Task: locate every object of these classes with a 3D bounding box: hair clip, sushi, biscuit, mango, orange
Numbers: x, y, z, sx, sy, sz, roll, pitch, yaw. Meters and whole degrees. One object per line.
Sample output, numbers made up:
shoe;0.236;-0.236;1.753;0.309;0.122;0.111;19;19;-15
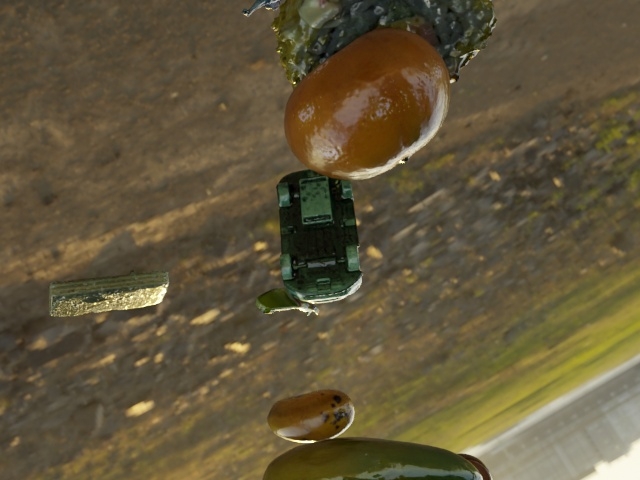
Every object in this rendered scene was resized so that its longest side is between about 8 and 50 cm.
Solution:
hair clip;-0.057;0.103;1.598;0.033;0.060;0.188;-54;159;12
sushi;0.102;-0.420;1.772;0.351;0.240;0.396;25;129;-27
biscuit;-0.366;0.092;1.606;0.199;0.040;0.121;-6;160;-20
mango;0.053;0.263;0.999;0.237;0.091;0.137;12;154;-29
orange;0.064;-0.175;1.244;0.240;0.171;0.240;-34;-172;5
mango;-0.023;0.321;1.702;0.178;0.090;0.115;-9;-175;25

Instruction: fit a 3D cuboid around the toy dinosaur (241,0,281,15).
toy dinosaur;-0.099;-0.507;1.885;0.197;0.045;0.080;-45;153;-41

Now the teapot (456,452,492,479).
teapot;0.258;0.449;1.698;0.116;0.173;0.116;-63;-177;5

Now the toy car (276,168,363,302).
toy car;0.000;0.000;1.637;0.136;0.306;0.125;-8;138;2
